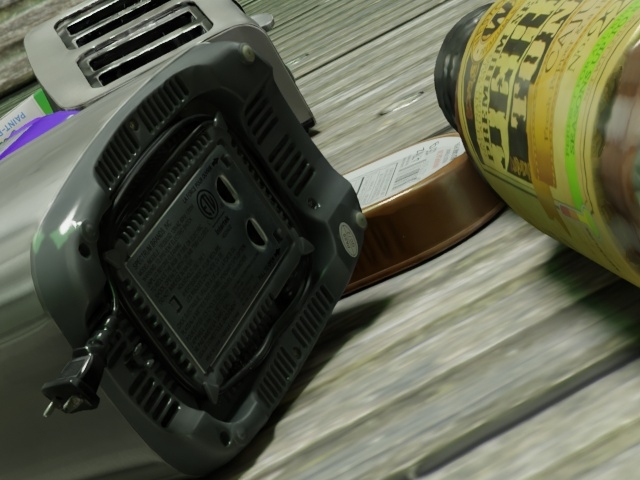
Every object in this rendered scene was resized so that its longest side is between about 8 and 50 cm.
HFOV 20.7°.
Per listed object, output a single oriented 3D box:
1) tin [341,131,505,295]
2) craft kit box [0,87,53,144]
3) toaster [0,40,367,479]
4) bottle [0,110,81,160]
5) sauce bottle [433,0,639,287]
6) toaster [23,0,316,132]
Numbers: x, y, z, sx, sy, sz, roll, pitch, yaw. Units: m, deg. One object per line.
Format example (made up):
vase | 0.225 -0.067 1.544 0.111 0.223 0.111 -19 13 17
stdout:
tin | 0.000 0.000 0.845 0.190 0.040 0.106 -24 8 14
craft kit box | -0.236 -0.115 1.625 0.247 0.061 0.250 -36 4 30
toaster | -0.090 0.025 0.709 0.146 0.129 0.227 -23 23 34
bottle | -0.137 -0.013 0.980 0.092 0.118 0.283 -32 12 11
sauce bottle | 0.109 -0.046 0.637 0.111 0.111 0.344 -28 11 -5
toaster | -0.119 -0.110 1.270 0.186 0.110 0.168 -28 32 -6
